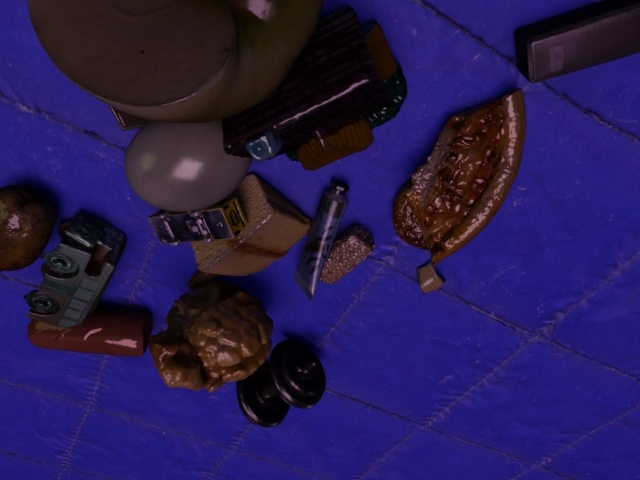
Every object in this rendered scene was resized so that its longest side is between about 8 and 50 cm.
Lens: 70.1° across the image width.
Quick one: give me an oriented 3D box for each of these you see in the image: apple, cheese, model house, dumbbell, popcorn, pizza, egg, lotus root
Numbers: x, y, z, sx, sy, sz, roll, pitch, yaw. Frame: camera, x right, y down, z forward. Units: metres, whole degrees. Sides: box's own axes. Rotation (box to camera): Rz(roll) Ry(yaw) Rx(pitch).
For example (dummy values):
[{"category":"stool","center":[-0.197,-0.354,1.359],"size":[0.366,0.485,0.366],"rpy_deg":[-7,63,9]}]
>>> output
[{"category":"apple","center":[-0.191,-0.342,0.618],"size":[0.360,0.320,0.311],"rpy_deg":[35,127,20]},{"category":"cheese","center":[0.261,0.095,1.097],"size":[0.060,0.041,0.084],"rpy_deg":[-25,123,22]},{"category":"model house","center":[0.000,-0.216,0.749],"size":[0.280,0.249,0.230],"rpy_deg":[-23,123,19]},{"category":"dumbbell","center":[-0.108,0.389,1.246],"size":[0.192,0.192,0.290],"rpy_deg":[38,121,-23]},{"category":"popcorn","center":[-0.245,0.228,1.050],"size":[0.265,0.332,0.225],"rpy_deg":[7,103,17]},{"category":"pizza","center":[0.273,-0.118,0.870],"size":[0.182,0.074,0.365],"rpy_deg":[23,109,-14]},{"category":"egg","center":[-0.243,-0.150,0.848],"size":[0.253,0.186,0.186],"rpy_deg":[-14,125,18]},{"category":"lotus root","center":[-0.684,-0.016,1.011],"size":[0.145,0.128,0.260],"rpy_deg":[43,114,-5]}]

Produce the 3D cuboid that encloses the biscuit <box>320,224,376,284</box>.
[{"category":"biscuit","center":[0.047,0.034,1.046],"size":[0.082,0.070,0.168],"rpy_deg":[39,122,-12]}]

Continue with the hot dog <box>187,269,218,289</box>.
[{"category":"hot dog","center":[-0.278,0.079,1.123],"size":[0.137,0.028,0.044],"rpy_deg":[-32,145,27]}]

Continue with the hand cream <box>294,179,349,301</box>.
[{"category":"hand cream","center":[0.000,0.000,0.998],"size":[0.058,0.091,0.271],"rpy_deg":[2,119,-37]}]

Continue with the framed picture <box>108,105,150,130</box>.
[{"category":"framed picture","center":[-0.333,-0.330,0.820],"size":[0.189,0.023,0.260],"rpy_deg":[-10,126,10]}]

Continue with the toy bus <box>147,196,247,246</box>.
[{"category":"toy bus","center":[-0.261,-0.040,0.950],"size":[0.226,0.074,0.081],"rpy_deg":[-5,118,35]}]

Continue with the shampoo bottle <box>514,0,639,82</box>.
[{"category":"shampoo bottle","center":[0.453,-0.337,0.739],"size":[0.246,0.079,0.080],"rpy_deg":[-14,126,13]}]

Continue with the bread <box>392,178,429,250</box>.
[{"category":"bread","center":[0.246,-0.058,0.972],"size":[0.193,0.064,0.193],"rpy_deg":[2,123,4]}]

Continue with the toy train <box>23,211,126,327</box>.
[{"category":"toy train","center":[-0.584,0.082,1.082],"size":[0.159,0.129,0.326],"rpy_deg":[28,123,-24]}]

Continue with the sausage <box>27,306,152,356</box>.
[{"category":"sausage","center":[-0.603,0.234,1.199],"size":[0.304,0.121,0.121],"rpy_deg":[6,127,-2]}]

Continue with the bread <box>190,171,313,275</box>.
[{"category":"bread","center":[-0.154,-0.023,1.041],"size":[0.240,0.135,0.178],"rpy_deg":[-37,151,25]}]
